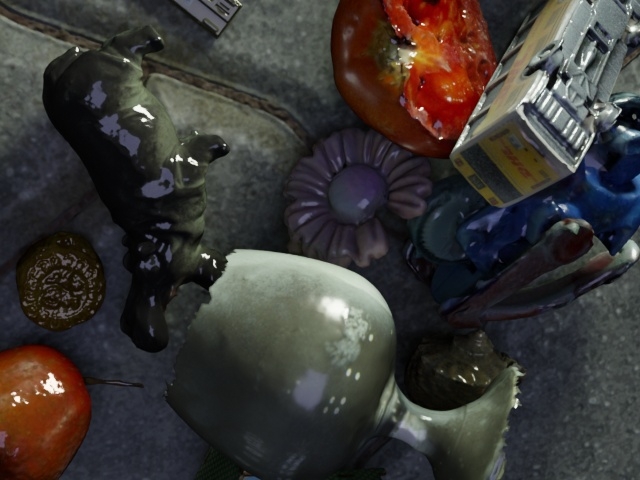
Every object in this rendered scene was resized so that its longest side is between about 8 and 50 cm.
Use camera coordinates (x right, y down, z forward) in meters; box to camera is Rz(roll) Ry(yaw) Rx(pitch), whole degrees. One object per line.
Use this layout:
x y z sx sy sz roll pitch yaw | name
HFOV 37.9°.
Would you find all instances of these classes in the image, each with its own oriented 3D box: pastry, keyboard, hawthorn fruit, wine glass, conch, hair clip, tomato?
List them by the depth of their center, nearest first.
0.019 0.150 0.935 0.323 0.238 0.238 27 94 2 | wine glass
0.092 -0.194 1.017 0.200 0.139 0.233 -11 89 -48 | tomato
-0.312 0.181 1.022 0.203 0.162 0.163 -40 107 -25 | hawthorn fruit
-0.151 -0.282 1.026 0.129 0.015 0.049 37 97 -16 | keyboard
-0.290 0.045 1.039 0.097 0.057 0.109 4 102 -18 | pastry
-0.005 0.000 1.052 0.300 0.173 0.069 -52 146 11 | hair clip
0.171 0.184 1.122 0.155 0.130 0.207 8 124 -10 | conch

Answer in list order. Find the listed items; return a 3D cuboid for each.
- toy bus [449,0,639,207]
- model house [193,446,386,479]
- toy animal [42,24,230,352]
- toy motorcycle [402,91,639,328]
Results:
0.251 -0.176 0.984 0.097 0.138 0.342 43 46 -12 | toy bus
-0.057 0.308 1.071 0.271 0.178 0.206 -29 111 -2 | model house
-0.177 -0.057 1.010 0.168 0.106 0.343 -20 102 -16 | toy animal
0.252 -0.029 1.100 0.319 0.241 0.182 -25 64 0 | toy motorcycle
